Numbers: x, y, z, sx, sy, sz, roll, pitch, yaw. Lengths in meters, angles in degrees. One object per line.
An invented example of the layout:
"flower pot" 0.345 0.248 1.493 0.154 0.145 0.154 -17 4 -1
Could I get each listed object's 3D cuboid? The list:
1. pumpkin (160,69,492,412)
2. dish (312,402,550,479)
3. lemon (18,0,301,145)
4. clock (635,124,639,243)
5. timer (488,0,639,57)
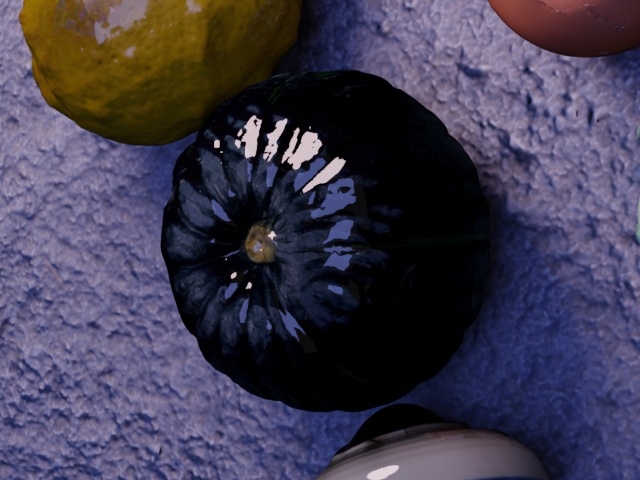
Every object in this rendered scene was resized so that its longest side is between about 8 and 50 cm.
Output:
"pumpkin" 0.000 0.000 1.610 0.363 0.266 0.363 5 100 31
"dish" 0.093 0.233 1.590 0.273 0.273 0.133 -26 65 27
"lemon" -0.168 -0.250 1.686 0.316 0.285 0.285 -27 76 -18
"clock" 0.388 -0.022 1.511 0.159 0.066 0.210 6 97 29
"timer" 0.264 -0.291 1.480 0.230 0.215 0.229 5 102 25
